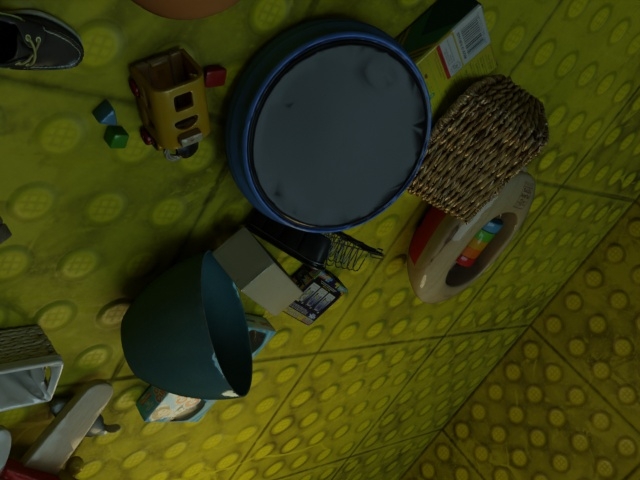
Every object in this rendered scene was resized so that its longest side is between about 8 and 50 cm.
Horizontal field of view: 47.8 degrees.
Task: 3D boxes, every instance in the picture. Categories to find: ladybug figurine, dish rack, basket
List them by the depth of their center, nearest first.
[{"bbox_3d":[-0.561,0.228,1.278,0.167,0.103,0.113,-4,133,-43],"label":"basket"},{"bbox_3d":[0.000,0.000,1.512,0.271,0.208,0.074,14,104,-54],"label":"dish rack"},{"bbox_3d":[0.319,-0.229,1.595,0.223,0.213,0.299,26,132,-14],"label":"basket"},{"bbox_3d":[0.380,-0.034,1.899,0.305,0.162,0.449,8,124,-50],"label":"ladybug figurine"}]

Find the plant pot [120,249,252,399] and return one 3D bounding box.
[{"bbox_3d":[-0.270,0.181,1.407,0.195,0.290,0.290,-14,147,6],"label":"plant pot"}]

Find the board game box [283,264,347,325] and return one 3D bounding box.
[{"bbox_3d":[-0.026,0.130,1.778,0.141,0.048,0.170,-41,149,4],"label":"board game box"}]

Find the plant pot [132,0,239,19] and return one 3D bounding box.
[{"bbox_3d":[-0.171,-0.386,0.810,0.291,0.291,0.203,-38,164,-4],"label":"plant pot"}]

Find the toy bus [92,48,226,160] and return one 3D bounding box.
[{"bbox_3d":[-0.224,-0.190,1.127,0.202,0.104,0.191,14,119,-52],"label":"toy bus"}]

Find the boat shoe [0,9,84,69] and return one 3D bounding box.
[{"bbox_3d":[-0.397,-0.249,0.906,0.228,0.068,0.081,2,128,-48],"label":"boat shoe"}]

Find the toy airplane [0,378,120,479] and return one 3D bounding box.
[{"bbox_3d":[-0.592,0.507,1.483,0.386,0.272,0.384,-11,100,-26],"label":"toy airplane"}]

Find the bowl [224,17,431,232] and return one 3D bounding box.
[{"bbox_3d":[0.026,-0.190,1.286,0.391,0.077,0.391,-12,121,-21],"label":"bowl"}]

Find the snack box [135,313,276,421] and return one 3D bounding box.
[{"bbox_3d":[-0.270,0.303,1.716,0.322,0.060,0.187,-50,147,13],"label":"snack box"}]

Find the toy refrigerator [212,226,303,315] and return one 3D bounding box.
[{"bbox_3d":[-0.127,0.074,1.500,0.094,0.102,0.269,-40,161,-2],"label":"toy refrigerator"}]

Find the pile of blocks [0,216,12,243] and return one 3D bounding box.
[{"bbox_3d":[-0.583,0.040,1.052,0.362,0.149,0.112,-43,-168,20],"label":"pile of blocks"}]

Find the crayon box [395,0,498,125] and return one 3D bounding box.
[{"bbox_3d":[0.195,-0.317,1.437,0.318,0.081,0.202,-42,148,0],"label":"crayon box"}]
